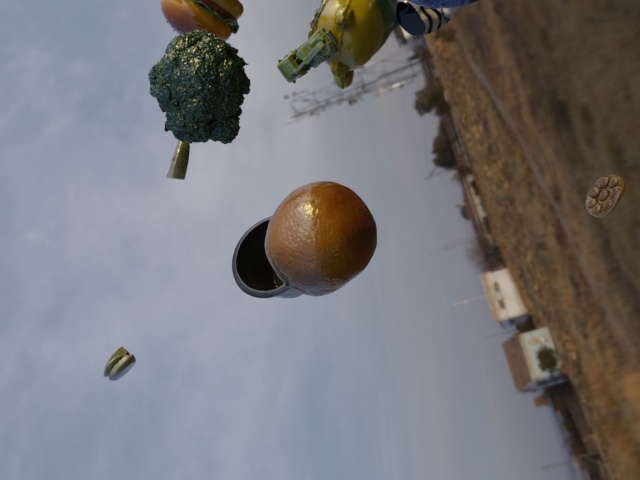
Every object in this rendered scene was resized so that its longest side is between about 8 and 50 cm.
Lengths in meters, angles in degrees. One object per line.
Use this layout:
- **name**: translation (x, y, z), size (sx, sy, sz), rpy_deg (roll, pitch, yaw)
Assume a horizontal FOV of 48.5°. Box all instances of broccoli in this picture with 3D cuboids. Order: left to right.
- **broccoli**: translation (-0.298, -0.392, 1.818), size (0.245, 0.265, 0.295), rpy_deg (47, -145, -75)

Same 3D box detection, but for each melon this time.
- **melon**: translation (-0.521, -0.313, 2.631), size (0.054, 0.098, 0.182), rpy_deg (16, -89, -32)

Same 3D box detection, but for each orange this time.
- **orange**: translation (0.000, 0.000, 1.579), size (0.264, 0.264, 0.264), rpy_deg (-18, -90, -76)

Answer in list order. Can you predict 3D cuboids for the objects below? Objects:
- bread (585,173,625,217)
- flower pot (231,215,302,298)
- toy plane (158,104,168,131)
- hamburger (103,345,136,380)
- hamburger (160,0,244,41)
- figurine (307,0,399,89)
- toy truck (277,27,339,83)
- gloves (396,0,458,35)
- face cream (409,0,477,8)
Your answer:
- **bread**: translation (0.653, -0.103, 1.629), size (0.024, 0.110, 0.110), rpy_deg (23, -144, -19)
- **flower pot**: translation (-0.114, 0.074, 2.125), size (0.166, 0.268, 0.269), rpy_deg (48, -153, -53)
- **toy plane**: translation (-0.341, -0.358, 1.934), size (0.061, 0.189, 0.130), rpy_deg (-124, 23, -51)
- **hamburger**: translation (-0.544, 0.340, 1.908), size (0.054, 0.084, 0.121), rpy_deg (41, 154, 5)
- **hamburger**: translation (-0.347, -0.653, 2.030), size (0.246, 0.170, 0.246), rpy_deg (30, -173, -4)
- **figurine**: translation (0.096, -0.603, 1.966), size (0.340, 0.231, 0.324), rpy_deg (-66, -14, -46)
- **toy truck**: translation (-0.036, -0.470, 1.817), size (0.077, 0.168, 0.100), rpy_deg (54, -145, -14)
- **gloves**: translation (0.298, -0.621, 1.817), size (0.140, 0.218, 0.131), rpy_deg (36, 151, 28)
- **face cream**: translation (0.258, -0.621, 1.427), size (0.225, 0.248, 0.249), rpy_deg (69, -169, -48)
